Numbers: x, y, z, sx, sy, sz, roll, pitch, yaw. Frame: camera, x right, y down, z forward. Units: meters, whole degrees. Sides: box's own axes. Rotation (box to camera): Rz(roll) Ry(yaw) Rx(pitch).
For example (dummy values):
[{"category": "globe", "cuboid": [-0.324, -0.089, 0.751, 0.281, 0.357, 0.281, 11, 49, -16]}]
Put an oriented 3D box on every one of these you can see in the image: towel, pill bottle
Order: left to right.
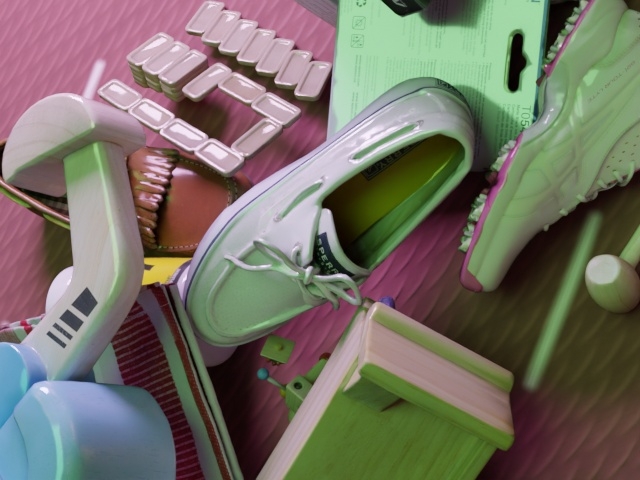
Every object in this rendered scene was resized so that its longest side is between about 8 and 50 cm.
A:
[{"category": "towel", "cuboid": [-0.235, 0.182, 1.401, 0.329, 0.037, 0.237, -16, 95, 42]}, {"category": "pill bottle", "cuboid": [-0.198, 0.078, 1.445, 0.208, 0.119, 0.119, -1, 77, 34]}]

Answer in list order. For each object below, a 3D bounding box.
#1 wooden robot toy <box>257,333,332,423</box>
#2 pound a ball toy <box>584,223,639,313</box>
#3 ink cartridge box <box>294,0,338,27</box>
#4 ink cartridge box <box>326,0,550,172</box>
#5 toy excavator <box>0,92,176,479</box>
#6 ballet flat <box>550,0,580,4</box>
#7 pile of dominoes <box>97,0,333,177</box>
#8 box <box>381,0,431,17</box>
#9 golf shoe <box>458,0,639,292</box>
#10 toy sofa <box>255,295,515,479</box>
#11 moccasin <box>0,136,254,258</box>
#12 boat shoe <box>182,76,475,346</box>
[{"category": "wooden robot toy", "cuboid": [0.000, 0.173, 1.333, 0.173, 0.079, 0.076, 41, 57, 21]}, {"category": "pound a ball toy", "cuboid": [0.369, -0.056, 1.094, 0.208, 0.136, 0.319, 29, 94, 35]}, {"category": "ink cartridge box", "cuboid": [-0.004, -0.388, 1.331, 0.066, 0.296, 0.261, 12, 84, 35]}, {"category": "ink cartridge box", "cuboid": [0.122, -0.183, 1.308, 0.224, 0.045, 0.223, 8, 95, 22]}, {"category": "toy excavator", "cuboid": [-0.249, 0.143, 1.247, 0.445, 0.222, 0.433, -48, 59, 16]}, {"category": "ballet flat", "cuboid": [0.226, -0.274, 1.301, 0.070, 0.070, 0.188, -53, 54, 10]}, {"category": "pile of dominoes", "cuboid": [-0.114, -0.170, 1.473, 0.196, 0.040, 0.251, -41, 52, -22]}, {"category": "box", "cuboid": [0.049, -0.379, 1.210, 0.216, 0.270, 0.060, -56, 20, -11]}, {"category": "golf shoe", "cuboid": [0.235, -0.074, 1.197, 0.140, 0.115, 0.306, 28, 99, 2]}, {"category": "toy sofa", "cuboid": [0.027, 0.241, 1.203, 0.150, 0.177, 0.362, 29, 109, -5]}, {"category": "moccasin", "cuboid": [-0.237, -0.065, 1.490, 0.380, 0.147, 0.139, 19, 89, 36]}, {"category": "boat shoe", "cuboid": [0.007, 0.005, 1.243, 0.367, 0.136, 0.156, -37, 24, 16]}]
